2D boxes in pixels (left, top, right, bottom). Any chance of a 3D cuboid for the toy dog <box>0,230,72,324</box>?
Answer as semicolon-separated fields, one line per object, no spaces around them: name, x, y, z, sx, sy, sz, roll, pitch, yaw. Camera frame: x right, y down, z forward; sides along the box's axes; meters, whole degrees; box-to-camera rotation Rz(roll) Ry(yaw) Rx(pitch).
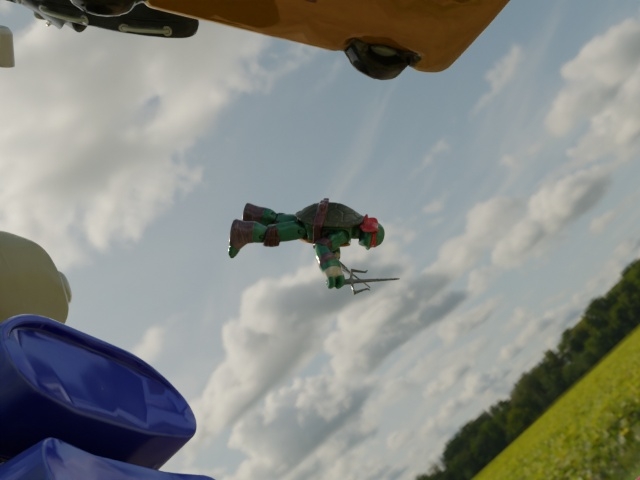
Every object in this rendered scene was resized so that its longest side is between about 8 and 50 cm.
toy dog;-0.563;0.117;1.081;0.407;0.285;0.395;-24;4;14

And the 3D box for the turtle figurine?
turtle figurine;0.000;0.000;1.159;0.175;0.234;0.118;-18;-63;-82

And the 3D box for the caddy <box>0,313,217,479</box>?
caddy;-0.224;0.215;0.718;0.179;0.241;0.341;-38;-33;6

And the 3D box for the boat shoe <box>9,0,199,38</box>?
boat shoe;-0.282;-0.282;0.966;0.114;0.302;0.091;-55;-31;-49

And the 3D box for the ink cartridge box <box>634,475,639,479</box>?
ink cartridge box;0.220;0.273;0.592;0.175;0.127;0.072;-39;12;-9

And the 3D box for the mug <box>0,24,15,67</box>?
mug;-0.552;-0.330;1.419;0.078;0.062;0.064;7;-71;-14

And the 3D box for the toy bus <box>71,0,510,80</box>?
toy bus;-0.053;-0.200;0.495;0.332;0.130;0.108;9;-25;-17
